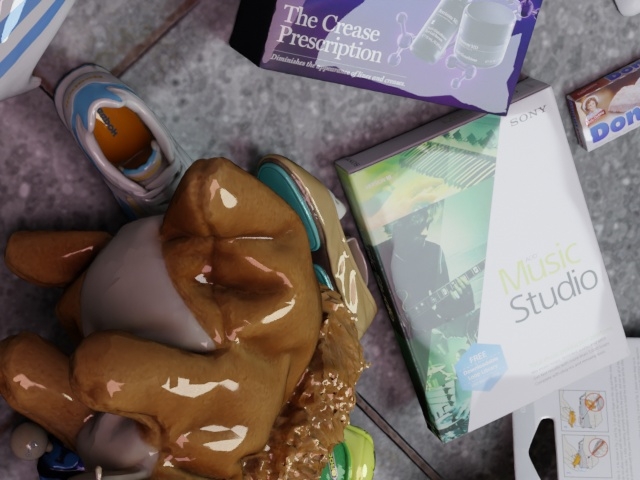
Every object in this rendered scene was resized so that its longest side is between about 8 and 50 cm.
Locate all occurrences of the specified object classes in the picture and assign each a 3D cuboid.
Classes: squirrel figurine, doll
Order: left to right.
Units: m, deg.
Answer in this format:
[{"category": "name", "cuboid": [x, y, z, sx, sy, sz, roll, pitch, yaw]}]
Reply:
[{"category": "doll", "cuboid": [-0.222, 0.216, 1.432, 0.189, 0.046, 0.129, 20, 110, -28]}, {"category": "squirrel figurine", "cuboid": [-0.104, 0.186, 1.271, 0.281, 0.370, 0.397, -14, 150, 31]}]

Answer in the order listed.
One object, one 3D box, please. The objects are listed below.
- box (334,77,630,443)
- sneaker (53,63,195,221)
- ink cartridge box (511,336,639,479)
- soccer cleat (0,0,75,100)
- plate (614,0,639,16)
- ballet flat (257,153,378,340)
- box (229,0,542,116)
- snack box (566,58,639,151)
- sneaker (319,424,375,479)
[{"category": "box", "cuboid": [0.173, 0.023, 1.479, 0.232, 0.058, 0.322, -24, 109, -10]}, {"category": "sneaker", "cuboid": [-0.156, -0.058, 1.319, 0.087, 0.092, 0.229, -43, 121, -2]}, {"category": "ink cartridge box", "cuboid": [0.325, 0.242, 1.556, 0.239, 0.275, 0.060, 1, 156, -2]}, {"category": "soccer cleat", "cuboid": [-0.249, -0.263, 1.178, 0.143, 0.116, 0.331, -15, 135, -56]}, {"category": "plate", "cuboid": [0.382, -0.397, 1.415, 0.277, 0.045, 0.278, -31, 119, -7]}, {"category": "ballet flat", "cuboid": [0.000, 0.000, 1.427, 0.073, 0.080, 0.232, -41, 127, -34]}, {"category": "box", "cuboid": [0.069, -0.234, 1.331, 0.261, 0.103, 0.184, 8, 105, -24]}, {"category": "snack box", "cuboid": [0.347, -0.161, 1.511, 0.178, 0.022, 0.064, -27, 120, -9]}, {"category": "sneaker", "cuboid": [-0.045, 0.313, 1.525, 0.123, 0.109, 0.295, 24, 104, -4]}]
